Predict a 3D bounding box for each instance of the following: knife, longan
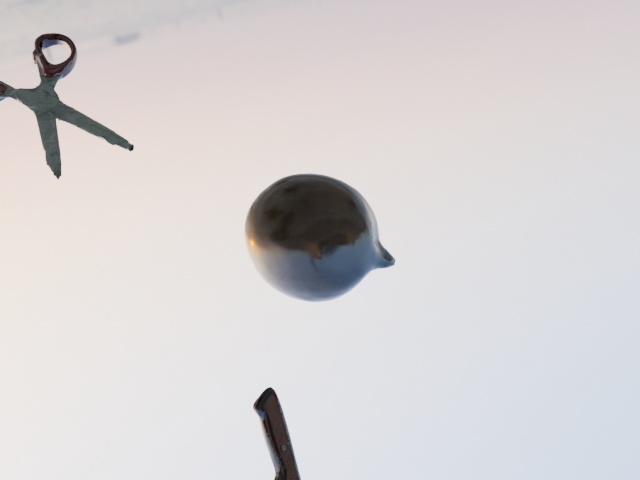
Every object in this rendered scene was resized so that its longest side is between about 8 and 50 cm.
[{"bbox_3d":[-0.016,0.175,0.870,0.023,0.170,0.010,-16,-177,-26],"label":"knife"},{"bbox_3d":[0.000,0.000,1.011,0.113,0.092,0.113,20,-179,0],"label":"longan"}]

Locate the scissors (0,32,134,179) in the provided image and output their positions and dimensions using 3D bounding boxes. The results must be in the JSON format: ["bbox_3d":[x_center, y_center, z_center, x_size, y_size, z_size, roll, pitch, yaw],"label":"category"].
[{"bbox_3d":[-0.277,-0.135,1.404,0.144,0.017,0.248,-24,-137,-21],"label":"scissors"}]
